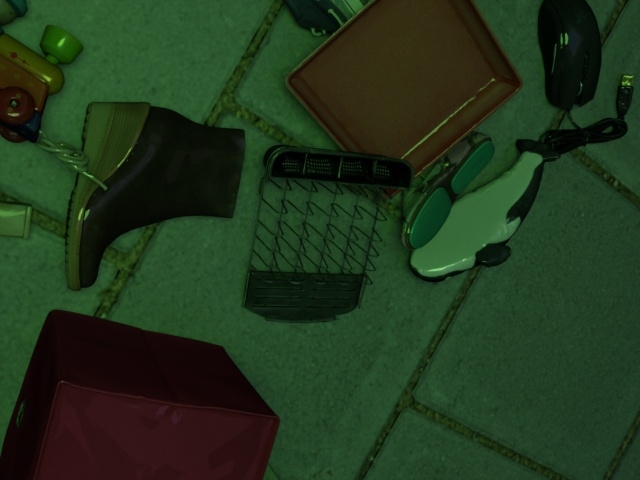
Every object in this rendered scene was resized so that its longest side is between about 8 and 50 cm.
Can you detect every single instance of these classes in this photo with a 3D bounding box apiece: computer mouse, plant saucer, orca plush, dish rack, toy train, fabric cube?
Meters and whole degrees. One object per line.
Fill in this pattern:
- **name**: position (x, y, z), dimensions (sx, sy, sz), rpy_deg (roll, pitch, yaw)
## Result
- **computer mouse**: position (0.438, -0.271, 1.173), dimensions (0.184, 0.060, 0.262), rpy_deg (-9, 104, -20)
- **plant saucer**: position (0.116, -0.223, 1.006), dimensions (0.258, 0.048, 0.259), rpy_deg (-40, 127, 8)
- **orca plush**: position (0.248, -0.037, 1.149), dimensions (0.151, 0.102, 0.287), rpy_deg (28, 75, 19)
- **dish rack**: position (0.000, 0.000, 1.021), dimensions (0.208, 0.074, 0.272), rpy_deg (3, 111, -22)
- **toy train**: position (-0.321, -0.182, 0.848), dimensions (0.248, 0.105, 0.143), rpy_deg (33, 74, -15)
- **fabric cube**: position (-0.236, 0.261, 0.895), dimensions (0.259, 0.258, 0.254), rpy_deg (17, 95, -24)

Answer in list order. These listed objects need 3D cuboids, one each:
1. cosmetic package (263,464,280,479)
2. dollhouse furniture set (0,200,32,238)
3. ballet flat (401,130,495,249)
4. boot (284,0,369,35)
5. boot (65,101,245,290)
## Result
- **cosmetic package**: position (-0.079, 0.458, 1.058), dimensions (0.151, 0.151, 0.184), rpy_deg (-32, 112, -14)
- **dollhouse furniture set**: position (-0.420, -0.083, 0.834), dimensions (0.181, 0.101, 0.161), rpy_deg (5, 99, -23)
- **ballet flat**: position (0.171, -0.079, 1.092), dimensions (0.221, 0.079, 0.077), rpy_deg (-51, 138, -15)
- **boot**: position (0.022, -0.304, 1.001), dimensions (0.086, 0.069, 0.190), rpy_deg (-29, 129, 20)
- **boot**: position (-0.209, -0.045, 0.935), dimensions (0.206, 0.090, 0.249), rpy_deg (11, 93, -22)
